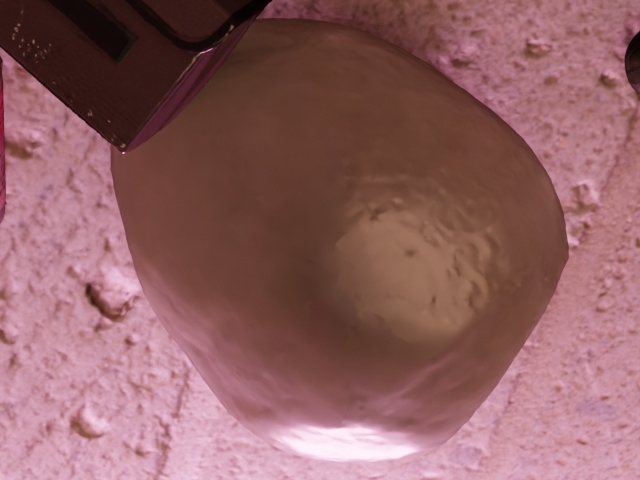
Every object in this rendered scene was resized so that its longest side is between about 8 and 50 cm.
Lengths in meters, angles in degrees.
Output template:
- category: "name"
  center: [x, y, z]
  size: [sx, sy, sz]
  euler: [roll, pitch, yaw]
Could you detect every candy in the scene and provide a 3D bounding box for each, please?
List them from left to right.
- category: "candy"
  center: [0.000, 0.000, 1.448]
  size: [0.427, 0.186, 0.386]
  euler: [46, 112, -5]

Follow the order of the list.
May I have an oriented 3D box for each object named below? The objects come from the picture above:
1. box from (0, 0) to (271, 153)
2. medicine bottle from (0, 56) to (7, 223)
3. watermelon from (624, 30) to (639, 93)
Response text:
- category: "box"
  center: [-0.179, -0.214, 1.271]
  size: [0.252, 0.188, 0.153]
  euler: [40, 111, -3]
- category: "medicine bottle"
  center: [-0.346, -0.056, 1.422]
  size: [0.147, 0.147, 0.247]
  euler: [0, 122, -10]
- category: "watermelon"
  center: [0.333, -0.174, 1.503]
  size: [0.111, 0.078, 0.078]
  euler: [-28, 124, 2]
